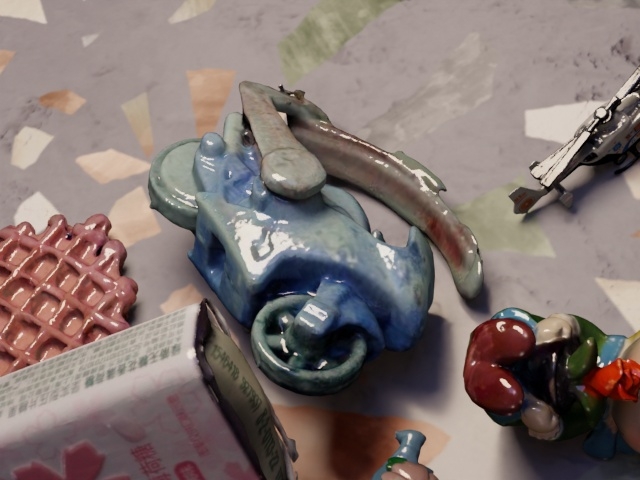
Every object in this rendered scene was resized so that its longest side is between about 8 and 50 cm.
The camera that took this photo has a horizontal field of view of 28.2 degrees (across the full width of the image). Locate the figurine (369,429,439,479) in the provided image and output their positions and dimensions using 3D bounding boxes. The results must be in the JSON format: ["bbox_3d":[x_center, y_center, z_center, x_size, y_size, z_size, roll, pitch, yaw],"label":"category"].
[{"bbox_3d":[0.041,0.243,1.004,0.144,0.114,0.178,-12,40,35],"label":"figurine"}]

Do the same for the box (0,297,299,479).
[{"bbox_3d":[-0.209,0.191,1.013,0.369,0.190,0.112,-21,28,8],"label":"box"}]

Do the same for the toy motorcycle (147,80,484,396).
[{"bbox_3d":[0.001,-0.016,1.118,0.241,0.182,0.319,-32,55,-6],"label":"toy motorcycle"}]

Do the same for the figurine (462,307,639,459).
[{"bbox_3d":[0.240,0.107,0.984,0.234,0.185,0.127,12,81,24],"label":"figurine"}]

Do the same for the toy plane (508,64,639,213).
[{"bbox_3d":[0.251,-0.091,1.166,0.197,0.078,0.053,-41,59,5],"label":"toy plane"}]

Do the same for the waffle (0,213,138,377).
[{"bbox_3d":[-0.278,0.079,1.208,0.221,0.055,0.234,-16,57,5],"label":"waffle"}]
